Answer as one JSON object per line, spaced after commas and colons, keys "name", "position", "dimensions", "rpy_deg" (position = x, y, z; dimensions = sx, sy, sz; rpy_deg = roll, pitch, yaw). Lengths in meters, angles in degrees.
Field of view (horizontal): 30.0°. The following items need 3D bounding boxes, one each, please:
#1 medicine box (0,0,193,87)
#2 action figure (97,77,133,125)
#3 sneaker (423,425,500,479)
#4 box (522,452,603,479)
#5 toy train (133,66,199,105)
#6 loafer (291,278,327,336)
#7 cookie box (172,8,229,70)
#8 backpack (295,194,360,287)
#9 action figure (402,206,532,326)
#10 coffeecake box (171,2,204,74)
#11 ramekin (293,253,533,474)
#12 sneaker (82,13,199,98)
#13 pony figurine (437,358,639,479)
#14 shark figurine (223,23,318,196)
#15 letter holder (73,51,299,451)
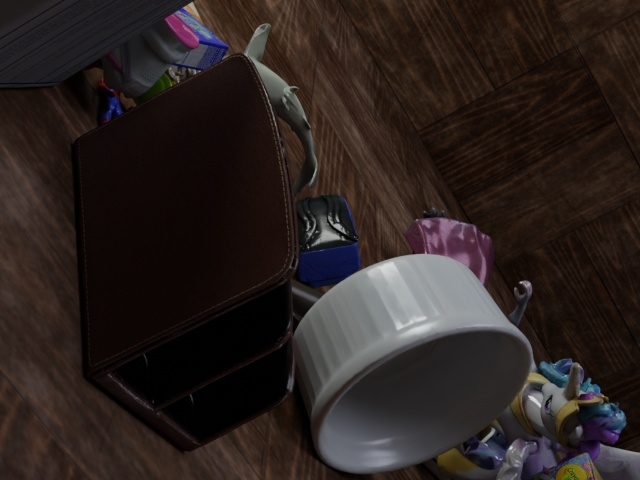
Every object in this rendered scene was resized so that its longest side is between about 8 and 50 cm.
{"name": "medicine box", "position": [-0.216, -0.258, 1.042], "dimensions": [0.149, 0.263, 0.289], "rpy_deg": [62, 14, -2]}
{"name": "action figure", "position": [-0.224, -0.147, 1.297], "dimensions": [0.038, 0.030, 0.115], "rpy_deg": [46, 19, -41]}
{"name": "sneaker", "position": [0.234, 0.319, 1.850], "dimensions": [0.321, 0.127, 0.126], "rpy_deg": [47, 19, -51]}
{"name": "box", "position": [0.254, 0.448, 1.358], "dimensions": [0.290, 0.279, 0.177], "rpy_deg": [57, 15, -16]}
{"name": "toy train", "position": [-0.168, -0.160, 1.350], "dimensions": [0.248, 0.105, 0.143], "rpy_deg": [63, 13, 17]}
{"name": "loafer", "position": [-0.024, 0.078, 1.473], "dimensions": [0.220, 0.078, 0.080], "rpy_deg": [49, 19, -42]}
{"name": "cookie box", "position": [-0.172, -0.233, 1.346], "dimensions": [0.092, 0.040, 0.107], "rpy_deg": [42, 21, 28]}
{"name": "backpack", "position": [0.000, 0.000, 1.683], "dimensions": [0.101, 0.097, 0.120], "rpy_deg": [89, -9, -45]}
{"name": "action figure", "position": [0.232, 0.135, 2.206], "dimensions": [0.276, 0.248, 0.370], "rpy_deg": [114, -20, -51]}
{"name": "coffeecake box", "position": [-0.177, -0.227, 1.525], "dimensions": [0.186, 0.068, 0.142], "rpy_deg": [64, 13, 4]}
{"name": "ramekin", "position": [0.099, 0.142, 1.416], "dimensions": [0.277, 0.277, 0.135], "rpy_deg": [43, 16, -52]}
{"name": "sneaker", "position": [-0.246, -0.244, 1.263], "dimensions": [0.252, 0.111, 0.103], "rpy_deg": [44, 10, 28]}
{"name": "pony figurine", "position": [0.274, 0.290, 1.562], "dimensions": [0.363, 0.302, 0.351], "rpy_deg": [-160, -122, -66]}
{"name": "shark figurine", "position": [-0.089, -0.194, 1.734], "dimensions": [0.278, 0.116, 0.166], "rpy_deg": [42, 57, -35]}
{"name": "letter holder", "position": [-0.092, -0.001, 1.102], "dimensions": [0.152, 0.214, 0.302], "rpy_deg": [48, 19, -43]}
